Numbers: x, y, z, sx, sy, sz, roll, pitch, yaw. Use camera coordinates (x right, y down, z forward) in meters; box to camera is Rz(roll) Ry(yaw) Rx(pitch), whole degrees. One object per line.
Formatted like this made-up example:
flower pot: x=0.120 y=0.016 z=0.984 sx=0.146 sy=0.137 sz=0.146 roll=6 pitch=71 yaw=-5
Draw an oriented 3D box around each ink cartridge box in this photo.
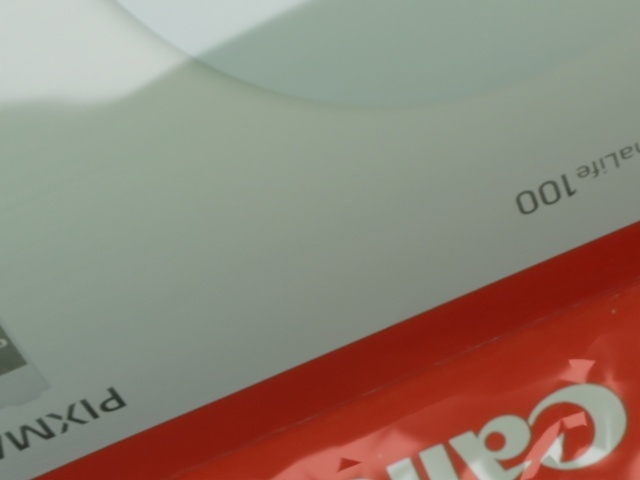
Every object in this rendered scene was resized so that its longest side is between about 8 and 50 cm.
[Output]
ink cartridge box: x=0.000 y=0.000 z=0.518 sx=0.308 sy=0.091 sz=0.385 roll=-24 pitch=99 yaw=4
